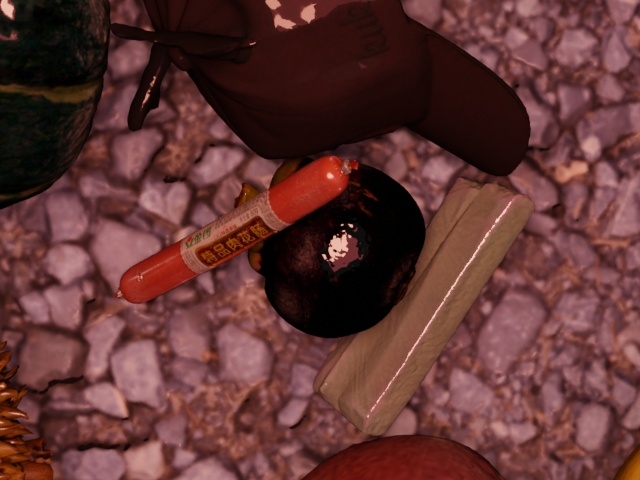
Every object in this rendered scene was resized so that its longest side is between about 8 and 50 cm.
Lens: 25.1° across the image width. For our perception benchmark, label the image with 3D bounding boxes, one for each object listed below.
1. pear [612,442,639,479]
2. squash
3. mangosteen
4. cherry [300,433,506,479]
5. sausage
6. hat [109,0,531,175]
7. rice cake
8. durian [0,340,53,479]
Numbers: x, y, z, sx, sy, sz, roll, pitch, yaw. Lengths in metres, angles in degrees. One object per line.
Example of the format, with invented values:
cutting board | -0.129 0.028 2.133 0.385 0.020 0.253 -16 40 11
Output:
pear | 0.306 0.267 1.081 0.386 0.191 0.340 52 45 -41
squash | -0.240 -0.142 0.964 0.165 0.252 0.252 0 97 -29
mangosteen | 0.000 0.000 1.087 0.151 0.137 0.137 28 92 14
cherry | 0.056 0.286 1.082 0.307 0.221 0.261 -25 91 10
sausage | -0.066 -0.005 1.053 0.253 0.034 0.034 -29 103 35
hat | -0.024 -0.118 1.017 0.209 0.238 0.336 -46 111 -3
rice cake | 0.080 0.045 1.127 0.042 0.080 0.222 34 91 -38
durian | -0.365 0.121 0.932 0.384 0.347 0.348 10 95 -7
